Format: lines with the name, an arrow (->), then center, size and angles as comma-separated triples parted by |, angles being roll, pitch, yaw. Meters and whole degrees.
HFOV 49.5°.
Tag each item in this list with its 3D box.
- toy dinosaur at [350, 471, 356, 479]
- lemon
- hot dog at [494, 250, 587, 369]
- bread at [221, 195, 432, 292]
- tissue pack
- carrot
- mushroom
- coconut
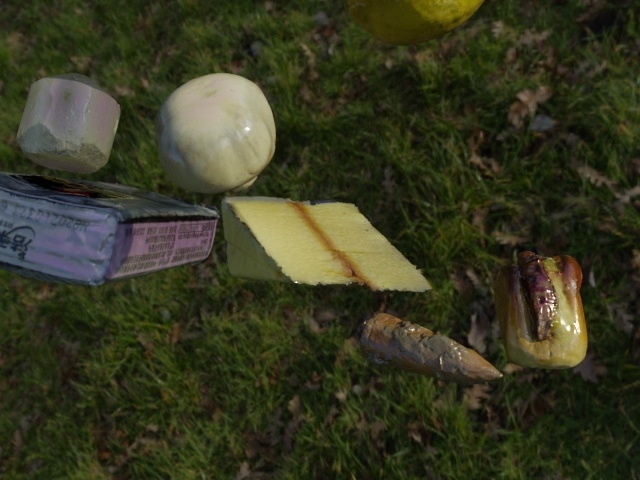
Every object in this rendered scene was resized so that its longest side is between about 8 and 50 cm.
toy dinosaur -> 0.082, 0.503, 1.404 | 0.041, 0.026, 0.113 | 3, 21, -3
lemon -> 0.207, -0.538, 1.408 | 0.316, 0.285, 0.285 | -2, 45, 7
hot dog -> 0.533, 0.145, 1.699 | 0.185, 0.223, 0.405 | 2, 15, 8
bread -> 0.000, 0.000, 1.564 | 0.346, 0.242, 0.405 | 0, -4, -24
tissue pack -> -0.321, -0.021, 0.976 | 0.259, 0.361, 0.122 | 12, 93, 11
carrot -> 0.200, 0.205, 1.246 | 0.263, 0.102, 0.102 | 16, 53, 31
mushroom -> -0.199, -0.190, 1.366 | 0.254, 0.234, 0.260 | 28, 60, 29
coconut -> -0.401, -0.194, 1.119 | 0.147, 0.147, 0.152 | 5, 77, 24
